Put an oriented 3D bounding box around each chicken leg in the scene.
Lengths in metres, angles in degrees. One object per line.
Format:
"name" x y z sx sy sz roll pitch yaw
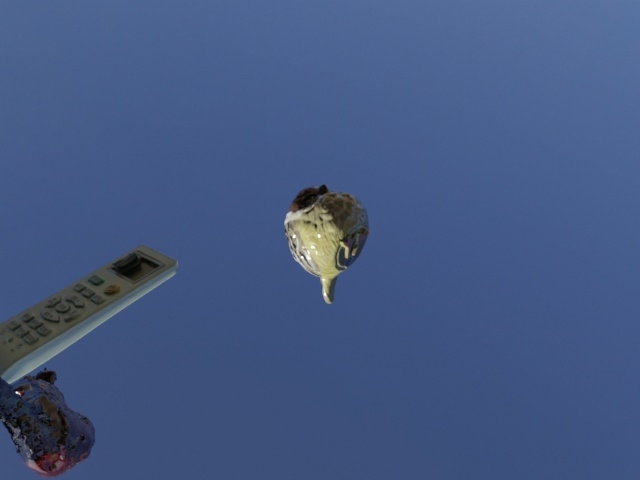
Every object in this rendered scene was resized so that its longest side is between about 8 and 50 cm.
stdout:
"chicken leg" -0.230 0.139 0.574 0.051 0.253 0.106 -36 -100 -18

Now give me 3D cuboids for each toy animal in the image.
"toy animal" 0.000 0.000 0.827 0.098 0.137 0.098 12 -151 -7

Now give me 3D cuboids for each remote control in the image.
"remote control" -0.335 0.100 0.983 0.103 0.051 0.293 21 -134 42
